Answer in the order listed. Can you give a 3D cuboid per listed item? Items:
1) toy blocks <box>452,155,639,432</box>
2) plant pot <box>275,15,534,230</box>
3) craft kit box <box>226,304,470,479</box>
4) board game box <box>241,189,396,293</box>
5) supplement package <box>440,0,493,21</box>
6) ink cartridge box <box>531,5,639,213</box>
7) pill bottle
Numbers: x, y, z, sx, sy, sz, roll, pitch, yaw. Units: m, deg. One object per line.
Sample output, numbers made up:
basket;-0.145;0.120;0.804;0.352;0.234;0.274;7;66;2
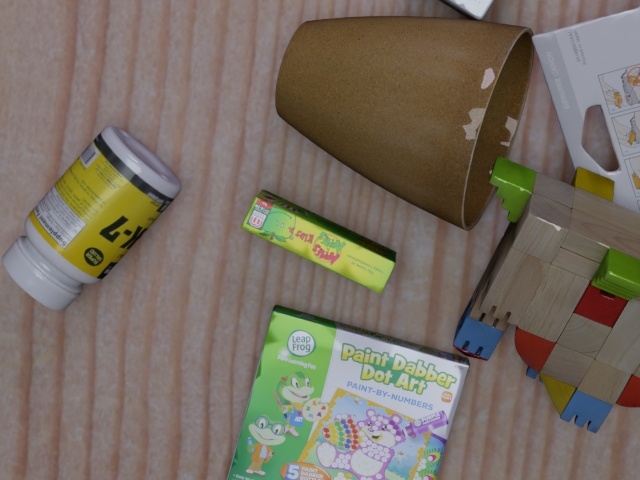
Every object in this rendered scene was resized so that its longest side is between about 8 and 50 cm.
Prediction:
toy blocks;0.325;0.098;1.773;0.381;0.191;0.261;22;125;-1
plant pot;0.085;-0.160;1.753;0.254;0.237;0.237;18;98;14
craft kit box;0.030;0.230;1.874;0.250;0.061;0.246;15;95;1
board game box;0.000;0.000;1.828;0.181;0.092;0.043;25;99;0
supplement package;0.188;-0.353;1.769;0.105;0.105;0.179;32;97;1
ink cartridge box;0.410;-0.148;1.756;0.261;0.066;0.296;-13;115;20
pill bottle;-0.275;-0.024;1.828;0.119;0.119;0.208;42;98;-2
